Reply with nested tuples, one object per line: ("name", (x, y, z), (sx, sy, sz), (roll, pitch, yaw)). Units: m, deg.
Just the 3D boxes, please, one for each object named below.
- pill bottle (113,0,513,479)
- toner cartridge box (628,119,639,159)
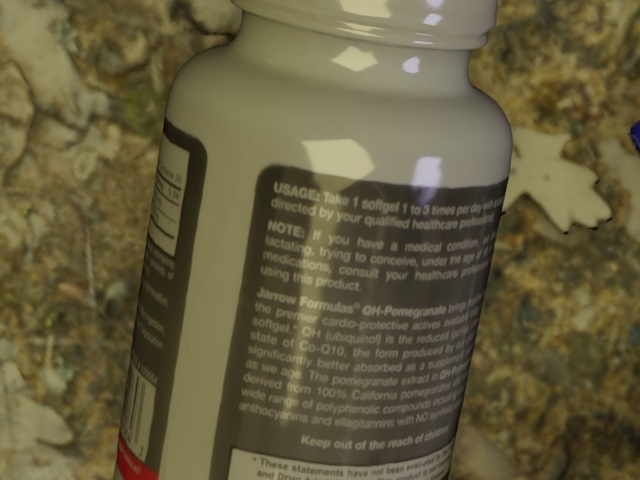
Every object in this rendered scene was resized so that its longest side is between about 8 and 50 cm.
("pill bottle", (0.000, 0.000, 0.818), (0.176, 0.176, 0.319), (10, 105, 0))
("toner cartridge box", (0.335, -0.101, 0.761), (0.348, 0.075, 0.165), (-40, 131, 22))
